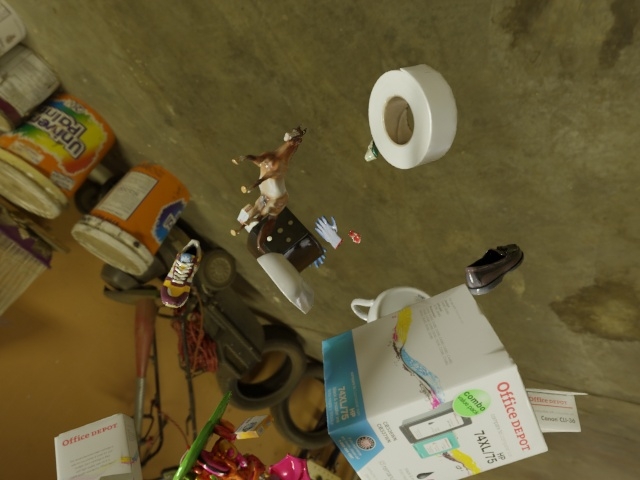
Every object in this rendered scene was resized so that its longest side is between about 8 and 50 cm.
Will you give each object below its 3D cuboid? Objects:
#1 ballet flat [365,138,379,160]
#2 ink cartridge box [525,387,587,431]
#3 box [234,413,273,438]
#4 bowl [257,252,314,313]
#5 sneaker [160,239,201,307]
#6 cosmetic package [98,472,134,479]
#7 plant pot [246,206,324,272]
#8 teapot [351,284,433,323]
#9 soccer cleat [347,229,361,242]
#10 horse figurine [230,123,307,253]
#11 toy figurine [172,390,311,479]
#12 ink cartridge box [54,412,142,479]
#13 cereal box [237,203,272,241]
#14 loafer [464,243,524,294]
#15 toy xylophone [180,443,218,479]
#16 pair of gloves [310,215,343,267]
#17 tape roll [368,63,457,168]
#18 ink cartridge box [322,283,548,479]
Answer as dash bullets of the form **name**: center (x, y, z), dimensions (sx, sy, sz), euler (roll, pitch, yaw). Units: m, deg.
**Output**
- **ballet flat**: center (0.209, -0.367, 1.686), dimensions (0.052, 0.168, 0.057), euler (-29, 109, 33)
- **ink cartridge box**: center (0.395, 0.325, 0.797), dimensions (0.116, 0.067, 0.198), euler (7, 153, -7)
- **box**: center (-0.226, 0.622, 1.404), dimensions (0.136, 0.081, 0.028), euler (-30, 93, 39)
- **bowl**: center (-0.070, 0.091, 0.963), dimensions (0.142, 0.053, 0.142), euler (48, 177, 33)
- **sneaker**: center (-0.338, 0.076, 1.023), dimensions (0.070, 0.185, 0.083), euler (14, 129, -10)
- **cosmetic package**: center (-0.513, 0.712, 1.060), dimensions (0.086, 0.117, 0.230), euler (2, 116, -16)
- **plant pot**: center (-0.118, 0.001, 1.309), dimensions (0.187, 0.188, 0.167), euler (48, 168, 18)
- **teapot**: center (0.252, 0.271, 1.309), dimensions (0.253, 0.255, 0.187), euler (-11, 152, -11)
- **soccer cleat**: center (0.116, -0.011, 1.335), dimensions (0.036, 0.029, 0.083), euler (16, -168, -22)
- **horse figurine**: center (-0.114, -0.105, 0.893), dimensions (0.066, 0.174, 0.263), euler (26, 130, 22)
- **toy figurine**: center (-0.084, 0.287, 0.524), dimensions (0.159, 0.130, 0.173), euler (29, 164, 2)
- **ink cartridge box**: center (-0.725, 0.770, 1.394), dimensions (0.226, 0.306, 0.131), euler (-15, 150, -15)
- **cereal box**: center (-0.231, -0.029, 1.693), dimensions (0.240, 0.047, 0.173), euler (49, 160, -4)
- **loafer**: center (0.567, 0.068, 1.368), dimensions (0.109, 0.303, 0.095), euler (-16, 102, 52)
- **toy xylophone**: center (-0.399, 0.895, 1.542), dimensions (0.323, 0.081, 0.236), euler (18, 138, 45)
- **pair of gloves**: center (0.000, 0.000, 1.597), dimensions (0.023, 0.198, 0.159), euler (21, -157, -51)
- **tape roll**: center (0.264, -0.360, 1.239), dimensions (0.286, 0.100, 0.285), euler (46, 147, 44)
- **ink cartridge box**: center (0.168, 0.241, 0.677), dimensions (0.270, 0.197, 0.198), euler (-25, 115, 10)
